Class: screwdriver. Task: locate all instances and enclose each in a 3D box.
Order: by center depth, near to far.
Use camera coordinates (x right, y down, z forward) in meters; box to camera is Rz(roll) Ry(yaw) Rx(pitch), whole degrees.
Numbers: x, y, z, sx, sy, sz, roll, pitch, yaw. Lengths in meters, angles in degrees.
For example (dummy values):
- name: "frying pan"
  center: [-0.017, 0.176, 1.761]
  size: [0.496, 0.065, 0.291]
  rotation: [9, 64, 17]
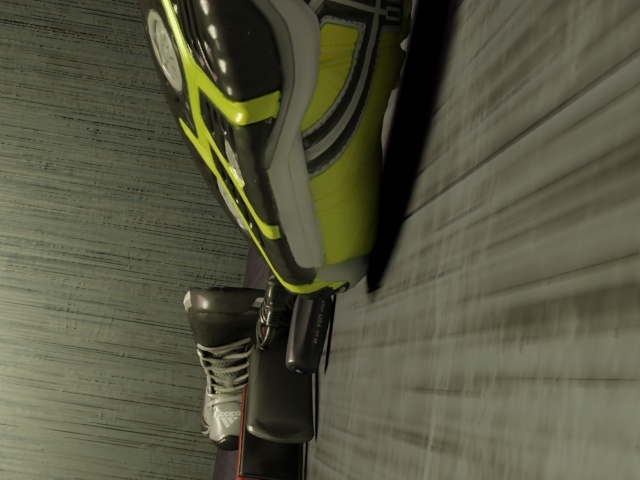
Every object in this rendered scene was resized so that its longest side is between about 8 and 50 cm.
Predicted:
- name: "screwdriver"
  center: [0.000, 0.000, 0.891]
  size: [0.024, 0.025, 0.170]
  rotation: [108, 169, -64]

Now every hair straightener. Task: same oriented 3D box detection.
- name: "hair straightener"
  center: [-0.017, 0.055, 0.939]
  size: [0.230, 0.047, 0.089]
  rotation: [-79, 1, -58]

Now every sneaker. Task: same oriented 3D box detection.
- name: "sneaker"
  center: [-0.003, -0.144, 0.622]
  size: [0.145, 0.147, 0.384]
  rotation: [-133, 29, -52]
- name: "sneaker"
  center: [-0.074, 0.118, 1.325]
  size: [0.228, 0.086, 0.132]
  rotation: [73, -160, -77]
